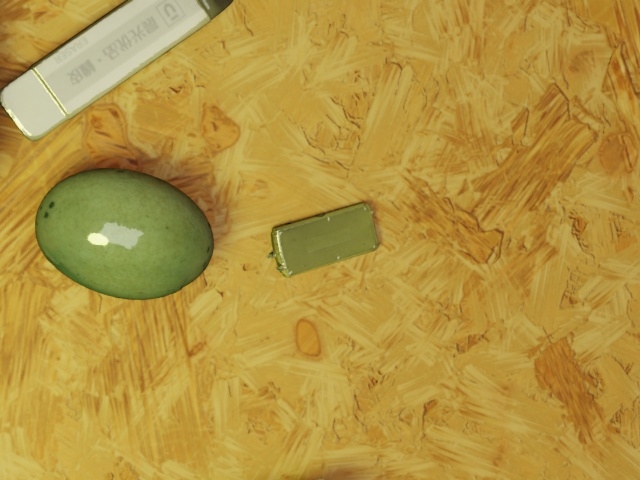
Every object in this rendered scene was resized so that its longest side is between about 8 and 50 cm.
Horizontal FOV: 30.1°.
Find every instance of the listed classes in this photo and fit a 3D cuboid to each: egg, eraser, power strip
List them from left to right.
[{"bbox_3d":[-0.268,-0.263,1.592,0.352,0.061,0.089,-37,105,-9],"label":"eraser"},{"bbox_3d":[-0.256,-0.008,1.567,0.236,0.169,0.169,16,91,-16],"label":"egg"},{"bbox_3d":[0.000,0.000,1.718,0.169,0.028,0.076,-16,101,-16],"label":"power strip"}]

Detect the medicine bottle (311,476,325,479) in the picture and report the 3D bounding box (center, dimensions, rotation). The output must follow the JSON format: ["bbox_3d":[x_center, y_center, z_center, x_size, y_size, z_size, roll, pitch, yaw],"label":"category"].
[{"bbox_3d":[-0.141,0.479,1.634,0.379,0.213,0.213,-19,101,-15],"label":"medicine bottle"}]
